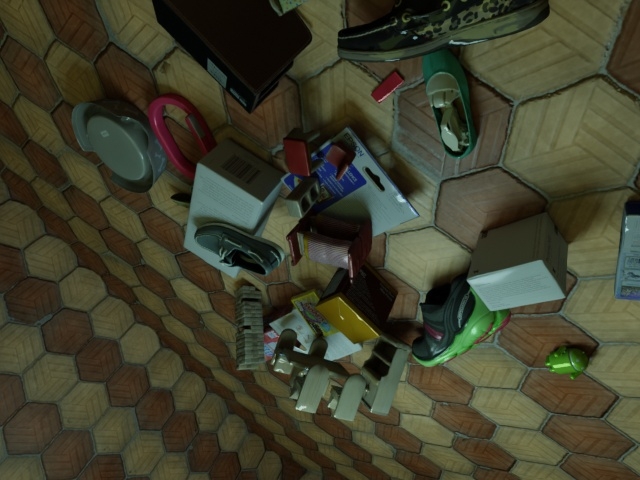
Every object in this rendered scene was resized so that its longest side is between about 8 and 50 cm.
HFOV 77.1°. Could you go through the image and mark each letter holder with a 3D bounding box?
[{"bbox_3d":[-0.196,-0.495,0.933,0.302,0.214,0.152,44,170,-12],"label":"letter holder"}]

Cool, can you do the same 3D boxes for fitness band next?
[{"bbox_3d":[-0.442,-0.330,1.309,0.209,0.054,0.291,4,130,34],"label":"fitness band"}]

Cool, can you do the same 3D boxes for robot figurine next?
[{"bbox_3d":[0.725,0.354,1.179,0.115,0.067,0.101,-32,96,46],"label":"robot figurine"}]

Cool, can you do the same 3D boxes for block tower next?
[{"bbox_3d":[-0.301,0.365,1.694,0.091,0.335,0.097,10,153,-34],"label":"block tower"}]

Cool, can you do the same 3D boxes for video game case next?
[{"bbox_3d":[0.786,0.031,0.835,0.269,0.061,0.244,3,129,32],"label":"video game case"}]

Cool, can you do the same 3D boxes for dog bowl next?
[{"bbox_3d":[-0.701,-0.340,1.428,0.348,0.102,0.349,18,136,18],"label":"dog bowl"}]

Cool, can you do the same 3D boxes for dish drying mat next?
[{"bbox_3d":[0.154,-0.352,0.926,0.032,0.008,0.083,44,137,-12],"label":"dish drying mat"}]

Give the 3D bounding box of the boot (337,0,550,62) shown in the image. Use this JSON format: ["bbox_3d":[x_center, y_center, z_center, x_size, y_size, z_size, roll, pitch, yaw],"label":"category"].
[{"bbox_3d":[0.182,-0.479,0.686,0.377,0.138,0.284,2,131,27],"label":"boot"}]

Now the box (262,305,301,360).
[{"bbox_3d":[-0.207,0.425,1.802,0.154,0.142,0.300,45,138,-12],"label":"box"}]

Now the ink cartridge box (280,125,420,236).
[{"bbox_3d":[0.082,-0.139,1.135,0.303,0.072,0.307,49,136,-14],"label":"ink cartridge box"}]

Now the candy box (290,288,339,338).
[{"bbox_3d":[-0.016,0.280,1.519,0.105,0.027,0.206,-24,112,20],"label":"candy box"}]

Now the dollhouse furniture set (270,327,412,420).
[{"bbox_3d":[0.075,0.411,1.385,0.394,0.256,0.362,21,178,-19],"label":"dollhouse furniture set"}]

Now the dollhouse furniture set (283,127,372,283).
[{"bbox_3d":[0.011,-0.088,1.063,0.201,0.152,0.374,13,135,25],"label":"dollhouse furniture set"}]

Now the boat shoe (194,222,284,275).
[{"bbox_3d":[-0.274,0.031,1.260,0.319,0.099,0.116,15,138,17],"label":"boat shoe"}]

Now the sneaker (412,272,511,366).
[{"bbox_3d":[0.401,0.247,1.244,0.202,0.185,0.483,62,156,25],"label":"sneaker"}]

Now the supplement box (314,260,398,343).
[{"bbox_3d":[0.123,0.197,1.327,0.191,0.194,0.129,44,137,-11],"label":"supplement box"}]

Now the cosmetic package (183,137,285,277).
[{"bbox_3d":[-0.303,-0.089,1.358,0.230,0.161,0.453,32,139,-1],"label":"cosmetic package"}]

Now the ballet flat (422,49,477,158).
[{"bbox_3d":[0.274,-0.282,0.853,0.083,0.087,0.247,-7,124,38],"label":"ballet flat"}]

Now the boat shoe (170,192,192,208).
[{"bbox_3d":[-0.498,-0.140,1.523,0.153,0.056,0.048,13,131,13],"label":"boat shoe"}]

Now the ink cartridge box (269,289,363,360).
[{"bbox_3d":[-0.015,0.367,1.624,0.261,0.066,0.296,-31,109,27],"label":"ink cartridge box"}]

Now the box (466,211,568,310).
[{"bbox_3d":[0.475,0.053,0.968,0.182,0.181,0.119,-25,113,45],"label":"box"}]

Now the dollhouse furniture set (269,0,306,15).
[{"bbox_3d":[-0.029,-0.559,0.775,0.182,0.101,0.161,-4,126,36],"label":"dollhouse furniture set"}]
